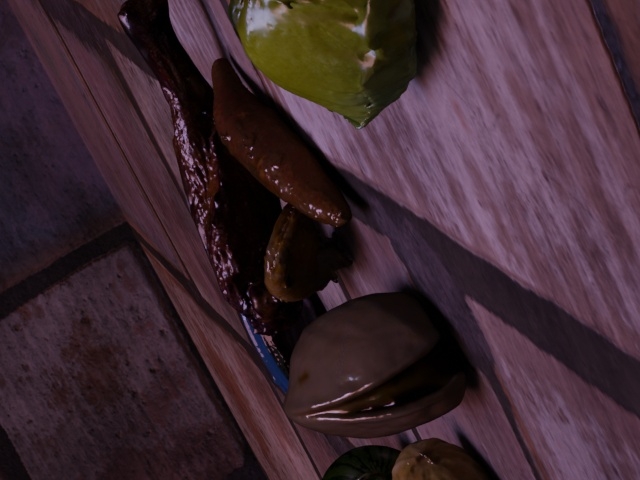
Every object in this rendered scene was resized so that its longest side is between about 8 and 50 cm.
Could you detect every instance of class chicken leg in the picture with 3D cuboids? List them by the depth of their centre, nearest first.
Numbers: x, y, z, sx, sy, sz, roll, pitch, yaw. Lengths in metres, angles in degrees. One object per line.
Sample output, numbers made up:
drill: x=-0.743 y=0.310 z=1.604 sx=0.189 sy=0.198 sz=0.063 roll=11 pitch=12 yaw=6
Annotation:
chicken leg: x=-0.118 y=-0.085 z=2.028 sx=0.158 sy=0.096 sz=0.407 roll=-66 pitch=-44 yaw=-68

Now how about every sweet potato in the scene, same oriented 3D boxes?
sweet potato: x=-0.051 y=-0.088 z=1.880 sx=0.314 sy=0.072 sz=0.066 roll=-130 pitch=34 yaw=-51

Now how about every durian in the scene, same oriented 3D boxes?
durian: x=0.009 y=-0.160 z=1.306 sx=0.139 sy=0.101 sz=0.250 roll=20 pitch=159 yaw=11

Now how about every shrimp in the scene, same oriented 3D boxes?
shrimp: x=0.003 y=0.009 z=1.968 sx=0.066 sy=0.117 sz=0.262 roll=28 pitch=-172 yaw=11

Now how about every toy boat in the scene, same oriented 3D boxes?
toy boat: x=-0.044 y=0.104 z=2.326 sx=0.223 sy=0.100 sz=0.097 roll=63 pitch=156 yaw=-10

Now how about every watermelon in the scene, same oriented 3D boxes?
watermelon: x=0.066 y=0.310 z=2.264 sx=0.140 sy=0.141 sz=0.187 roll=56 pitch=163 yaw=17

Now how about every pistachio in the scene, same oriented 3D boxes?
pistachio: x=0.051 y=0.125 z=1.816 sx=0.138 sy=0.153 sz=0.238 roll=52 pitch=145 yaw=-13

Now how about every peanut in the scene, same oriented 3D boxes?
peanut: x=0.156 y=0.300 z=1.923 sx=0.229 sy=0.098 sz=0.103 roll=54 pitch=-164 yaw=15
